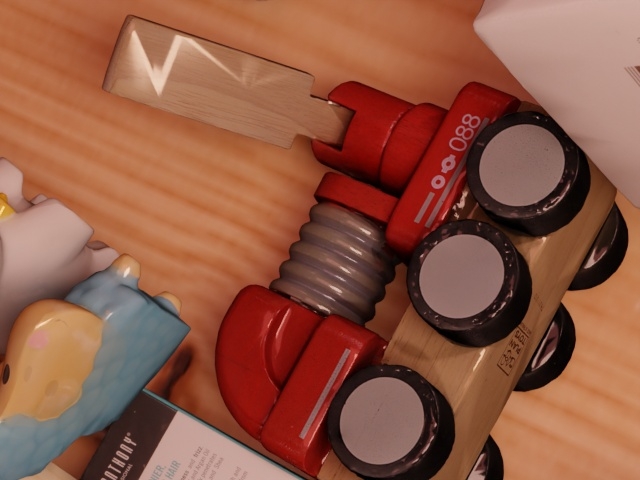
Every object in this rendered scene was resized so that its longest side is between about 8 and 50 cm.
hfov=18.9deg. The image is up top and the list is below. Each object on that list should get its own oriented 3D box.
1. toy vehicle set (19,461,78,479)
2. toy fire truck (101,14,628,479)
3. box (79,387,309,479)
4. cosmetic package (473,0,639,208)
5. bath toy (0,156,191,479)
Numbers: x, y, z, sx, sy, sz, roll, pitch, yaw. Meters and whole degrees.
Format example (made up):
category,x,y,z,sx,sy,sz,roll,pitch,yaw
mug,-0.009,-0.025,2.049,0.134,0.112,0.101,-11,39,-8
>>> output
category,x,y,z,sx,sy,sz,roll,pitch,yaw
toy vehicle set,-0.117,0.218,0.960,0.267,0.035,0.166,32,117,17
toy fire truck,0.000,0.000,0.987,0.246,0.158,0.217,26,83,28
box,-0.013,0.175,0.972,0.244,0.060,0.100,28,84,20
cosmetic package,0.247,-0.214,0.885,0.217,0.156,0.385,-2,53,46
bath toy,-0.232,-0.017,1.003,0.348,0.151,0.129,37,84,31
